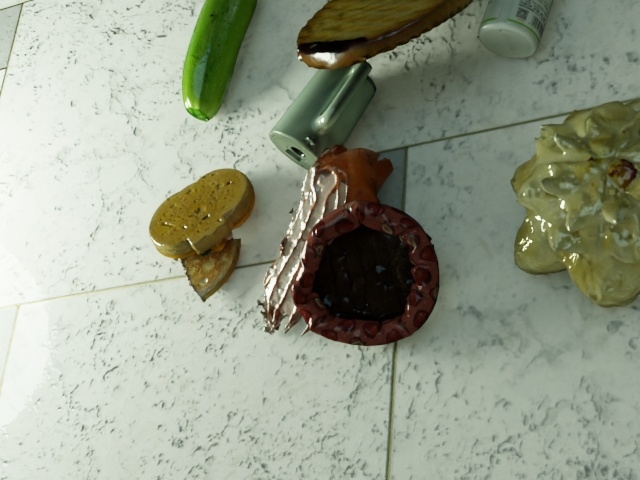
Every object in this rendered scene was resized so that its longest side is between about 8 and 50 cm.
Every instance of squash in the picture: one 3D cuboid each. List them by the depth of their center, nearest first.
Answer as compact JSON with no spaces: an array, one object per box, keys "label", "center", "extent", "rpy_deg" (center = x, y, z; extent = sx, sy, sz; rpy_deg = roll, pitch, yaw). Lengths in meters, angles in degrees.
[{"label":"squash","center":[-0.160,-0.321,2.048],"extent":[0.082,0.082,0.292],"rpy_deg":[2,63,31]}]

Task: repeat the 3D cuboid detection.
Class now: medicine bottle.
[{"label":"medicine bottle","center":[0.284,-0.349,1.802],"extent":[0.086,0.086,0.183],"rpy_deg":[7,66,33]}]

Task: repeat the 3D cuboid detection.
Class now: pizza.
[{"label":"pizza","center":[-0.150,0.033,1.864],"extent":[0.099,0.029,0.100],"rpy_deg":[-35,52,-3]}]

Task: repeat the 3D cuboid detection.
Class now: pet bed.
[{"label":"pet bed","center":[0.059,0.045,1.661],"extent":[0.201,0.053,0.201],"rpy_deg":[2,96,16]}]

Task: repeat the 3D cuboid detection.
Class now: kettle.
[{"label":"kettle","center":[0.005,-0.185,1.844],"extent":[0.098,0.127,0.148],"rpy_deg":[30,77,21]}]

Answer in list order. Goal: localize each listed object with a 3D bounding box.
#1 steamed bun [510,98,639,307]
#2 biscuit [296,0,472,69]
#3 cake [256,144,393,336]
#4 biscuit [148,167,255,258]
[{"label":"steamed bun","center":[0.348,-0.065,1.560],"extent":[0.292,0.137,0.295],"rpy_deg":[-28,53,17]},{"label":"biscuit","center":[0.109,-0.335,1.843],"extent":[0.318,0.040,0.318],"rpy_deg":[-24,25,12]},{"label":"cake","center":[-0.006,-0.002,1.750],"extent":[0.098,0.135,0.287],"rpy_deg":[25,86,23]},{"label":"biscuit","center":[-0.165,-0.029,1.881],"extent":[0.170,0.050,0.170],"rpy_deg":[-20,36,16]}]
